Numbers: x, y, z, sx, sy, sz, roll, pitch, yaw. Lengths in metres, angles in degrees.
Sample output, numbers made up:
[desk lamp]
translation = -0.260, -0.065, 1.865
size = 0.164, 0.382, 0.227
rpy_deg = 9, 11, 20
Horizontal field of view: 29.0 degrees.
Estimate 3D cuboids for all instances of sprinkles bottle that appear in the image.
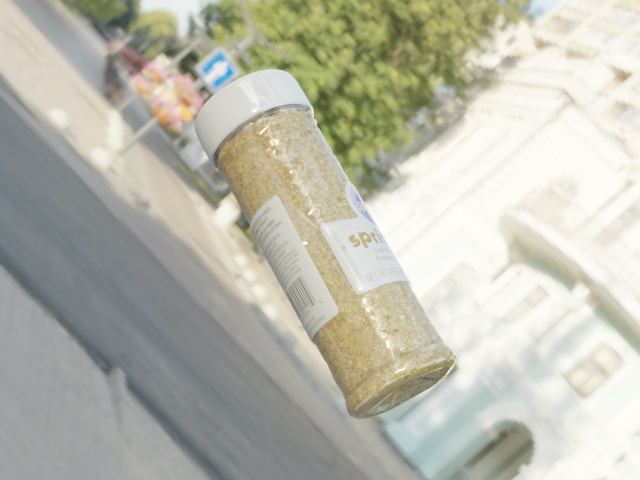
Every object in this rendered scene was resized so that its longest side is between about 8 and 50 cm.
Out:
[sprinkles bottle]
translation = 0.000, 0.000, 1.244
size = 0.355, 0.121, 0.121
rpy_deg = 61, 3, 19
